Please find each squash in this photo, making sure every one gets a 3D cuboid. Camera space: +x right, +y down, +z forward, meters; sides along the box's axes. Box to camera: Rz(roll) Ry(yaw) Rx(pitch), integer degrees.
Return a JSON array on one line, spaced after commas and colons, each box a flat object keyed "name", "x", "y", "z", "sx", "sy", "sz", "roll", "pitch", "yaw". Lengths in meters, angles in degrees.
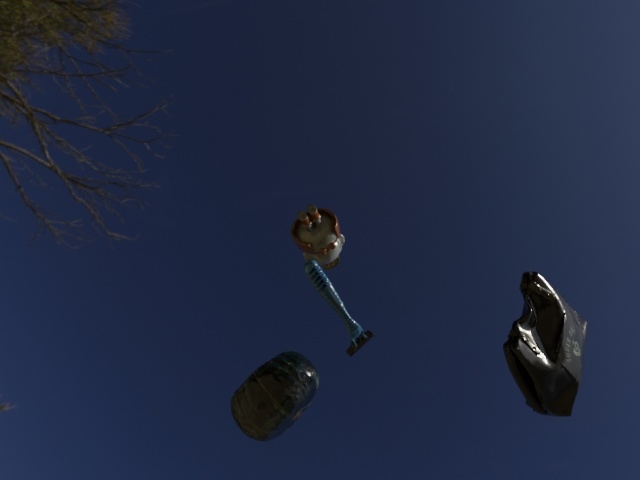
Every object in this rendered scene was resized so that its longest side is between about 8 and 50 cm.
[{"name": "squash", "x": -0.119, "y": 0.411, "z": 1.201, "sx": 0.165, "sy": 0.252, "sz": 0.252, "roll": 42, "pitch": -65, "yaw": 20}]

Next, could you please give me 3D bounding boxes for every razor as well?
[{"name": "razor", "x": 0.039, "y": 0.150, "z": 1.032, "sx": 0.082, "sy": 0.042, "sz": 0.253, "roll": -37, "pitch": -74, "yaw": -17}]

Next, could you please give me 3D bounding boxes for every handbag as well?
[{"name": "handbag", "x": 0.603, "y": 0.260, "z": 1.219, "sx": 0.152, "sy": 0.342, "sz": 0.288, "roll": -11, "pitch": -47, "yaw": 49}]

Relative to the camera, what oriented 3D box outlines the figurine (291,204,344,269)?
[{"name": "figurine", "x": 0.003, "y": 0.004, "z": 1.319, "sx": 0.143, "sy": 0.143, "sz": 0.271, "roll": -13, "pitch": -52, "yaw": 20}]
